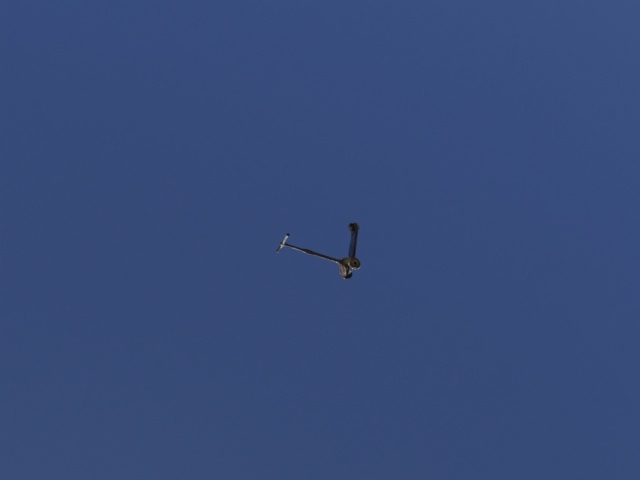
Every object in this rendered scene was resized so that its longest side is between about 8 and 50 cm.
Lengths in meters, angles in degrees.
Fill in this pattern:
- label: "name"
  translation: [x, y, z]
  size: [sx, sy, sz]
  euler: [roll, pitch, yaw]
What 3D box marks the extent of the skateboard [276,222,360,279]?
- label: "skateboard"
  translation: [0.000, 0.000, 1.285]
  size: [0.083, 0.032, 0.064]
  euler: [15, -123, -14]
